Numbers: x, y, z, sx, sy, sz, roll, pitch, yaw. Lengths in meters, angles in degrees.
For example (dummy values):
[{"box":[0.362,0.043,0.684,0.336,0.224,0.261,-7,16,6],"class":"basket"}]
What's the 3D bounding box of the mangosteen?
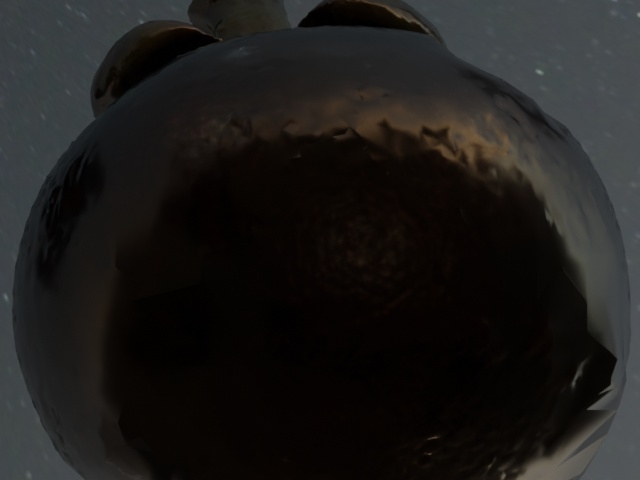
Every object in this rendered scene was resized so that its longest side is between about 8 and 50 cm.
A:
[{"box":[0.007,0.017,0.794,0.297,0.297,0.293,28,-105,-25],"class":"mangosteen"}]
